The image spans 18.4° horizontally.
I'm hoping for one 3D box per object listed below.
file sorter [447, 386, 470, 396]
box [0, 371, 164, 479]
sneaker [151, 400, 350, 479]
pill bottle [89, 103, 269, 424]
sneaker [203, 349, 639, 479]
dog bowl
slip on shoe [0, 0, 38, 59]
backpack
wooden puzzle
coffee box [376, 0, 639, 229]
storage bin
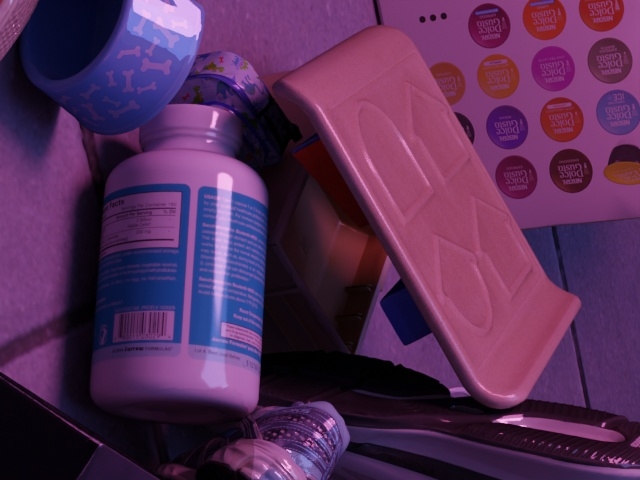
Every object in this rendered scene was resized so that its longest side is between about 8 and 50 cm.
[{"bbox_3d":[0.160,0.261,1.985,0.173,0.278,0.192,-13,98,-23],"label":"file sorter"},{"bbox_3d":[-0.177,0.204,1.516,0.103,0.184,0.261,-58,140,-9],"label":"box"},{"bbox_3d":[-0.052,0.200,1.676,0.122,0.283,0.110,-40,96,-24],"label":"sneaker"},{"bbox_3d":[-0.119,0.020,1.712,0.146,0.146,0.264,28,61,-56],"label":"pill bottle"},{"bbox_3d":[0.073,0.256,1.758,0.169,0.448,0.257,-20,117,-59],"label":"sneaker"},{"bbox_3d":[-0.175,-0.239,1.660,0.074,0.166,0.297,24,64,-44],"label":"dog bowl"},{"bbox_3d":[-0.252,-0.279,1.595,0.123,0.101,0.331,128,-22,-74],"label":"slip on shoe"},{"bbox_3d":[-0.093,-0.112,1.829,0.114,0.105,0.084,60,35,-27],"label":"backpack"},{"bbox_3d":[0.092,-0.024,1.825,0.348,0.080,0.322,56,23,-3],"label":"wooden puzzle"},{"bbox_3d":[0.305,-0.208,2.321,0.338,0.338,0.334,-27,109,-60],"label":"coffee box"},{"bbox_3d":[0.000,0.000,1.954,0.260,0.123,0.262,58,38,-37],"label":"storage bin"}]
